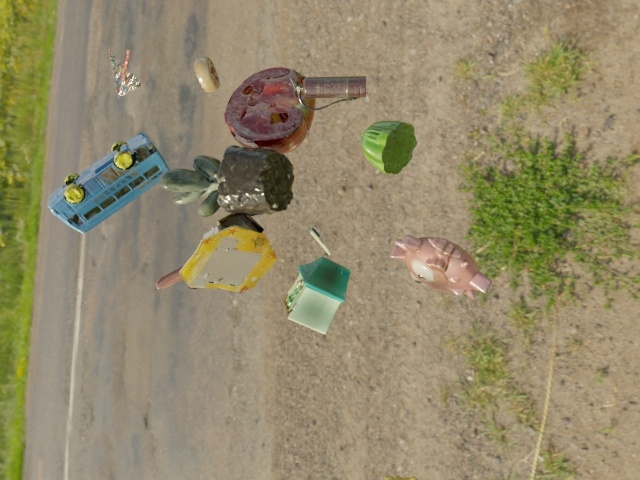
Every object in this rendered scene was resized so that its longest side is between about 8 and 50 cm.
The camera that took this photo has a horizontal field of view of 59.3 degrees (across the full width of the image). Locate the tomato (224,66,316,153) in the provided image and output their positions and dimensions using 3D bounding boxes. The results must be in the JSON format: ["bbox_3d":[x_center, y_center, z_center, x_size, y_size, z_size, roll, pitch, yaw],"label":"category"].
[{"bbox_3d":[-0.114,-0.289,1.347,0.139,0.200,0.233,78,-150,-57],"label":"tomato"}]

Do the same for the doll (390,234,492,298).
[{"bbox_3d":[0.247,0.049,1.150,0.093,0.211,0.262,-61,-12,-12],"label":"doll"}]

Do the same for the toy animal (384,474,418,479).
[{"bbox_3d":[0.238,0.704,1.588,0.159,0.070,0.083,-46,26,52],"label":"toy animal"}]

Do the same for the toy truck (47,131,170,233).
[{"bbox_3d":[-0.682,-0.187,1.818,0.385,0.162,0.161,-36,34,-6],"label":"toy truck"}]

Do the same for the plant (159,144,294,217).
[{"bbox_3d":[-0.198,-0.119,1.206,0.274,0.146,0.149,0,73,20],"label":"plant"}]

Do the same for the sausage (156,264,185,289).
[{"bbox_3d":[-0.405,0.098,1.605,0.147,0.035,0.030,-26,71,10],"label":"sausage"}]

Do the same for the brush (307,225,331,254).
[{"bbox_3d":[0.000,0.000,1.340,0.083,0.013,0.016,51,154,4],"label":"brush"}]

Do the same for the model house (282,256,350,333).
[{"bbox_3d":[-0.007,0.110,1.252,0.149,0.100,0.127,-61,16,7],"label":"model house"}]

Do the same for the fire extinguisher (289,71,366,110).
[{"bbox_3d":[0.015,-0.307,1.157,0.045,0.157,0.078,-82,-9,-68],"label":"fire extinguisher"}]

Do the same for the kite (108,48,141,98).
[{"bbox_3d":[-0.717,-0.603,2.033,0.232,0.009,0.189,42,122,24],"label":"kite"}]

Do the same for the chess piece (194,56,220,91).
[{"bbox_3d":[-0.273,-0.399,1.352,0.038,0.083,0.083,-15,65,7],"label":"chess piece"}]

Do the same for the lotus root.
[{"bbox_3d":[0.200,-0.326,1.866,0.186,0.186,0.186,-13,74,54],"label":"lotus root"}]

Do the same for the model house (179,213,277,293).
[{"bbox_3d":[-0.215,0.001,1.295,0.219,0.207,0.136,-53,43,33],"label":"model house"}]
